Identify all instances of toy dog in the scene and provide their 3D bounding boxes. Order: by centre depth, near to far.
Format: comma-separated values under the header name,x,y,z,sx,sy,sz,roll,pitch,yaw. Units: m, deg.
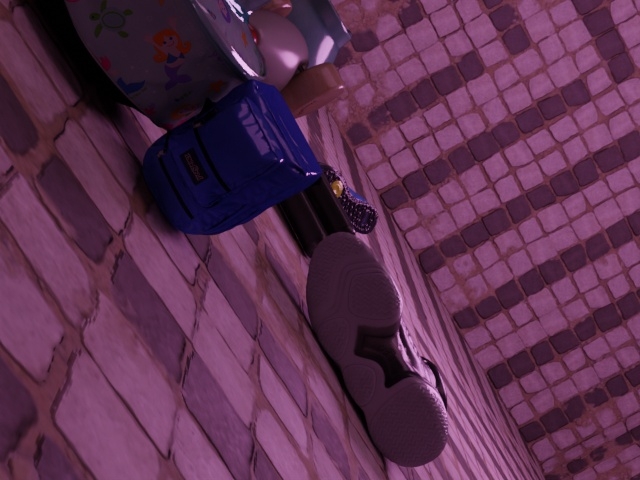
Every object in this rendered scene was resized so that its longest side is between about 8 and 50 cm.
name,x,y,z,sx,sy,sz,roll,pitch,yaw
toy dog,-0.114,-0.194,1.230,0.334,0.161,0.220,18,44,-58

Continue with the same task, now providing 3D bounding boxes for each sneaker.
name,x,y,z,sx,sy,sz,roll,pitch,yaw
sneaker,0.066,0.122,1.264,0.153,0.101,0.268,26,40,-79
sneaker,0.016,-0.074,1.901,0.082,0.069,0.209,23,-9,39

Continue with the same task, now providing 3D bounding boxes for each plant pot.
name,x,y,z,sx,sy,sz,roll,pitch,yaw
plant pot,-0.078,-0.316,1.609,0.293,0.196,0.293,59,7,-12

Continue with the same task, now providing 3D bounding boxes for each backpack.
name,x,y,z,sx,sy,sz,roll,pitch,yaw
backpack,-0.079,-0.062,0.875,0.098,0.120,0.101,64,17,10
backpack,-0.136,-0.224,0.909,0.225,0.191,0.253,42,25,-72

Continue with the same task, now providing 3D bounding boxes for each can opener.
name,x,y,z,sx,sy,sz,roll,pitch,yaw
can opener,0.000,0.000,1.487,0.283,0.076,0.095,62,-25,18
